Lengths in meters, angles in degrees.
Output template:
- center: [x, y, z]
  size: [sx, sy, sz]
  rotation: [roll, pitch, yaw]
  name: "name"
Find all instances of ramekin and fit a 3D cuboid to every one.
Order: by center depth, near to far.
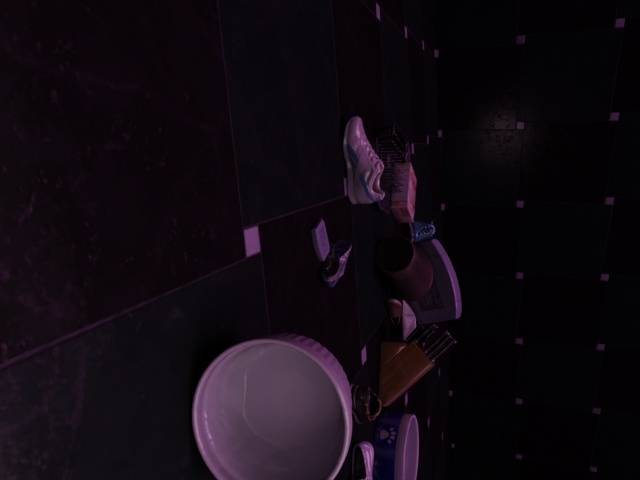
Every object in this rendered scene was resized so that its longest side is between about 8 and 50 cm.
- center: [-0.054, 0.223, 0.583]
  size: [0.109, 0.206, 0.208]
  rotation: [5, 85, -77]
  name: "ramekin"

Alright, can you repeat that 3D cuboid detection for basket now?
- center: [0.280, 0.079, 1.469]
  size: [0.227, 0.154, 0.205]
  rotation: [41, 51, -57]
  name: "basket"

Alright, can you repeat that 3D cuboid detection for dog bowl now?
- center: [0.250, 0.705, 1.432]
  size: [0.265, 0.104, 0.265]
  rotation: [-1, 90, -68]
  name: "dog bowl"

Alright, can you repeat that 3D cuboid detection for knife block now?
- center: [0.319, 0.409, 1.425]
  size: [0.088, 0.241, 0.276]
  rotation: [37, 56, -62]
  name: "knife block"

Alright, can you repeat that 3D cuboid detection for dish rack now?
- center: [0.231, -0.227, 1.447]
  size: [0.208, 0.074, 0.272]
  rotation: [13, 78, -66]
  name: "dish rack"

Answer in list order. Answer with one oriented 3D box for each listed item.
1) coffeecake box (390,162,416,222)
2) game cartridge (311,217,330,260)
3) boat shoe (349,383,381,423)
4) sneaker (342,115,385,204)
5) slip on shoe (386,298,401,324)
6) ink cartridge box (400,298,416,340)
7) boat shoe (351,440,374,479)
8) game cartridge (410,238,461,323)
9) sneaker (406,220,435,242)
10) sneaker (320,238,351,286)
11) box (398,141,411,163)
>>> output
- center: [0.320, -0.180, 1.668]
  size: [0.142, 0.068, 0.186]
  rotation: [46, 48, -61]
  name: "coffeecake box"
- center: [0.000, 0.000, 0.952]
  size: [0.056, 0.017, 0.083]
  rotation: [-63, 145, -55]
  name: "game cartridge"
- center: [0.127, 0.450, 1.182]
  size: [0.228, 0.068, 0.081]
  rotation: [58, 38, -52]
  name: "boat shoe"
- center: [0.115, -0.210, 1.137]
  size: [0.087, 0.092, 0.229]
  rotation: [-40, 125, -60]
  name: "sneaker"
- center: [0.262, 0.254, 1.546]
  size: [0.135, 0.051, 0.041]
  rotation: [74, 24, -51]
  name: "slip on shoe"
- center: [0.330, 0.258, 1.654]
  size: [0.181, 0.056, 0.225]
  rotation: [39, 53, -80]
  name: "ink cartridge box"
- center: [0.108, 0.629, 1.147]
  size: [0.063, 0.066, 0.184]
  rotation: [25, 68, -50]
  name: "boat shoe"
- center: [0.403, 0.152, 1.607]
  size: [0.062, 0.198, 0.298]
  rotation: [-13, 86, -51]
  name: "game cartridge"
- center: [0.434, -0.045, 1.889]
  size: [0.275, 0.109, 0.107]
  rotation: [-18, 107, -66]
  name: "sneaker"
- center: [0.036, 0.052, 1.008]
  size: [0.058, 0.052, 0.135]
  rotation: [82, 29, -43]
  name: "sneaker"
- center: [0.354, -0.310, 1.807]
  size: [0.116, 0.029, 0.162]
  rotation: [-64, 147, -49]
  name: "box"
